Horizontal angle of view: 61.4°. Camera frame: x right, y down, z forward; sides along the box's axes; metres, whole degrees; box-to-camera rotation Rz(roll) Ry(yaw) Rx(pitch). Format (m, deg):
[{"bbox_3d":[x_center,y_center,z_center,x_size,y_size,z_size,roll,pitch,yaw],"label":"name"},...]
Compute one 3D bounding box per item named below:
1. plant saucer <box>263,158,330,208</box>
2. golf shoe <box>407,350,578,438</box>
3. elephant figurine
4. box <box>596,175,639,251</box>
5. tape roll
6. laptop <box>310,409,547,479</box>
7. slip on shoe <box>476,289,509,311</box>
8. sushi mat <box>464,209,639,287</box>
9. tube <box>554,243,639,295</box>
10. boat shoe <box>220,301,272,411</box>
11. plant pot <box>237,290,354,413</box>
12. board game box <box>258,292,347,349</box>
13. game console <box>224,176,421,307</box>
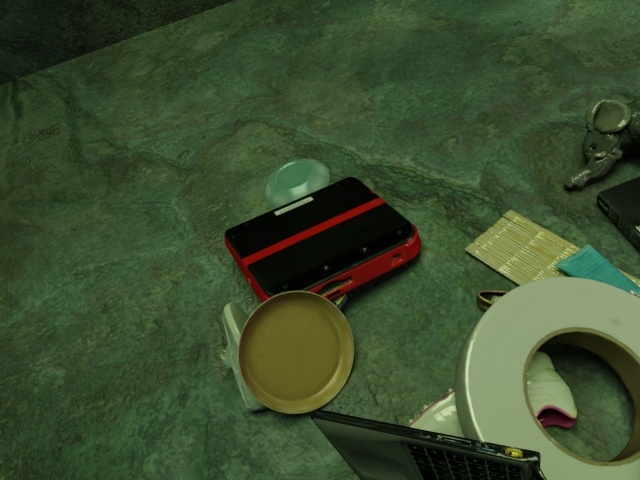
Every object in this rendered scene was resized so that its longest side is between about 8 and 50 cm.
[{"bbox_3d":[-0.072,-0.168,1.484,0.195,0.037,0.194,-10,50,13],"label":"plant saucer"},{"bbox_3d":[0.281,0.305,0.901,0.307,0.115,0.140,-28,51,-2],"label":"golf shoe"},{"bbox_3d":[0.658,-0.235,1.189,0.240,0.169,0.186,-10,18,34],"label":"elephant figurine"},{"bbox_3d":[0.698,-0.059,1.087,0.184,0.045,0.190,-20,47,2],"label":"box"},{"bbox_3d":[0.408,0.242,0.838,0.393,0.072,0.391,1,62,-2],"label":"tape roll"},{"bbox_3d":[0.195,0.418,0.652,0.409,0.381,0.236,4,53,24],"label":"laptop"},{"bbox_3d":[0.376,0.122,1.060,0.136,0.041,0.051,10,59,28],"label":"slip on shoe"},{"bbox_3d":[0.466,0.050,1.104,0.151,0.019,0.317,-40,49,-13],"label":"sushi mat"},{"bbox_3d":[0.541,0.084,1.003,0.080,0.052,0.207,-28,43,-6],"label":"tube"},{"bbox_3d":[-0.162,0.240,1.098,0.081,0.079,0.227,-27,79,13],"label":"boat shoe"},{"bbox_3d":[-0.048,0.217,1.061,0.236,0.236,0.032,-46,10,-18],"label":"plant pot"},{"bbox_3d":[-0.066,0.173,1.179,0.194,0.060,0.194,20,62,33],"label":"board game box"},{"bbox_3d":[0.000,0.000,1.257,0.387,0.060,0.342,-24,38,-15],"label":"game console"}]
